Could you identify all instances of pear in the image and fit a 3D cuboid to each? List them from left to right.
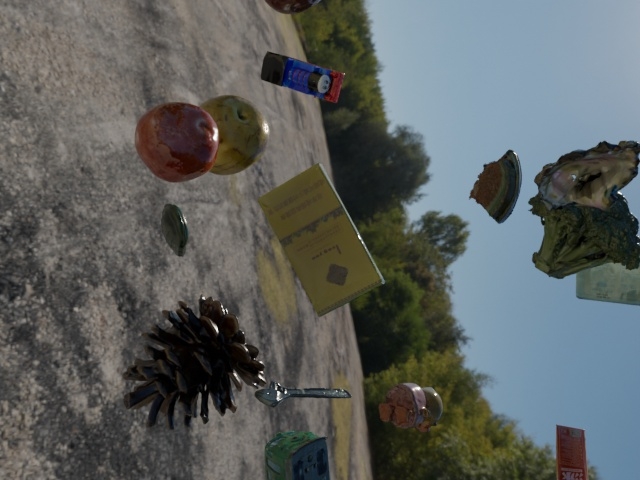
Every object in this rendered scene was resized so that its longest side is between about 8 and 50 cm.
[{"bbox_3d":[-0.320,-0.364,1.679,0.281,0.280,0.281,-11,90,-86],"label":"pear"}]

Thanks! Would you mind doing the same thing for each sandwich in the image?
[{"bbox_3d":[0.580,-0.188,1.588,0.079,0.159,0.235,13,105,-48],"label":"sandwich"}]

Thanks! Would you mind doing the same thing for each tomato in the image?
[{"bbox_3d":[-0.391,-0.257,1.321,0.232,0.231,0.189,74,4,-55],"label":"tomato"}]

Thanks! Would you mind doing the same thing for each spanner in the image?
[{"bbox_3d":[-0.044,0.447,1.410,0.093,0.325,0.026,48,-59,54],"label":"spanner"}]

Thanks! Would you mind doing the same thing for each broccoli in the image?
[{"bbox_3d":[0.705,-0.024,1.325,0.303,0.284,0.321,6,30,-46],"label":"broccoli"}]

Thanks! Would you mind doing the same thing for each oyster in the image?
[{"bbox_3d":[0.564,-0.132,1.027,0.260,0.198,0.092,53,34,-53],"label":"oyster"}]

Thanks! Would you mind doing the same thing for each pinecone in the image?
[{"bbox_3d":[-0.362,0.363,1.345,0.384,0.383,0.385,-11,90,-86],"label":"pinecone"}]

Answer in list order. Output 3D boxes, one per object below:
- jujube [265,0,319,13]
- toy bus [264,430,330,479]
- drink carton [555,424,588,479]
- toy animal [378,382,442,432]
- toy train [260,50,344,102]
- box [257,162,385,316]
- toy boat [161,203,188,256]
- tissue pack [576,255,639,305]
[{"bbox_3d":[-0.042,-0.821,1.429,0.223,0.317,0.223,46,26,-30],"label":"jujube"},{"bbox_3d":[-0.081,0.821,1.636,0.183,0.199,0.344,-4,93,-43],"label":"toy bus"},{"bbox_3d":[0.624,0.577,1.202,0.223,0.070,0.096,-46,131,-55],"label":"drink carton"},{"bbox_3d":[0.357,0.626,1.818,0.281,0.195,0.169,26,70,-37],"label":"toy animal"},{"bbox_3d":[-0.049,-0.442,1.309,0.131,0.203,0.083,-13,124,-56],"label":"toy train"},{"bbox_3d":[-0.001,-0.001,0.990,0.279,0.152,0.041,62,12,3],"label":"box"},{"bbox_3d":[-0.321,-0.023,1.066,0.104,0.052,0.210,68,-21,5],"label":"toy boat"},{"bbox_3d":[0.960,0.112,1.529,0.089,0.263,0.177,-18,106,-45],"label":"tissue pack"}]
